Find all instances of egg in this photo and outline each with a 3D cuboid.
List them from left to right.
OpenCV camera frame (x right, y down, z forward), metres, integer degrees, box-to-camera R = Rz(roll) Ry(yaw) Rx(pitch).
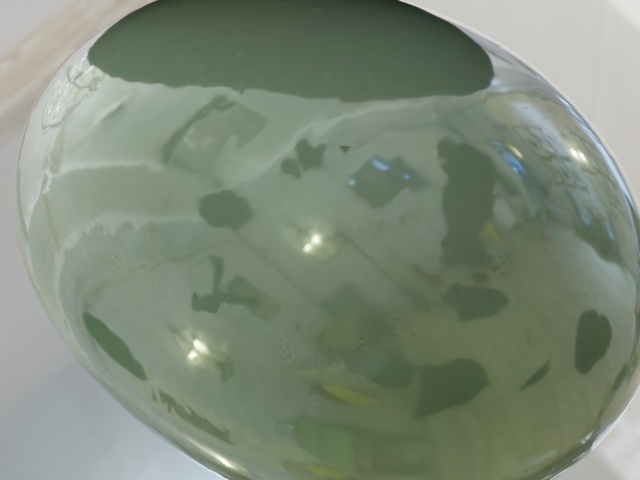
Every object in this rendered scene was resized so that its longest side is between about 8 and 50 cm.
[{"bbox_3d":[0.000,0.000,0.567,0.168,0.231,0.168,-42,-35,-38],"label":"egg"}]
